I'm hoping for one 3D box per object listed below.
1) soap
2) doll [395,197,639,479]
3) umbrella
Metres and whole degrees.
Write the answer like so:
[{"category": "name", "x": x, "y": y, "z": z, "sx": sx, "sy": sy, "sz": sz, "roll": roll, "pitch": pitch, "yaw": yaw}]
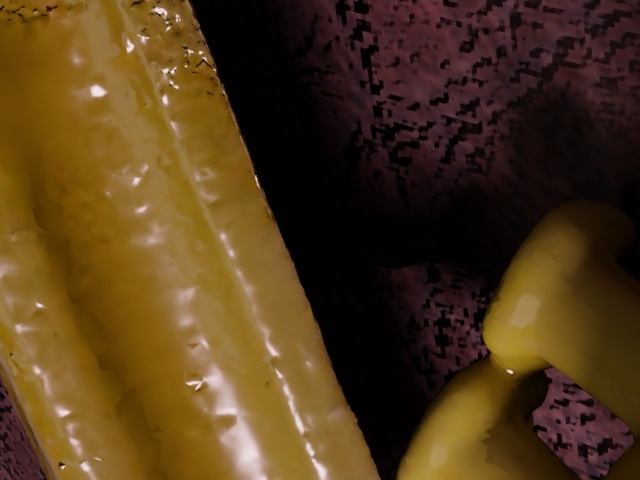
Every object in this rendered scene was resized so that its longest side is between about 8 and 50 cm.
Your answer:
[{"category": "soap", "x": -0.058, "y": 0.033, "z": 0.599, "sx": 0.315, "sy": 0.091, "sz": 0.199, "roll": 68, "pitch": 167, "yaw": -21}, {"category": "doll", "x": 0.153, "y": 0.124, "z": 0.430, "sx": 0.363, "sy": 0.145, "sz": 0.199, "roll": 43, "pitch": 120, "yaw": 36}, {"category": "umbrella", "x": 0.000, "y": 0.003, "z": 0.635, "sx": 0.122, "sy": 0.013, "sz": 0.022, "roll": 11, "pitch": 107, "yaw": 45}]
